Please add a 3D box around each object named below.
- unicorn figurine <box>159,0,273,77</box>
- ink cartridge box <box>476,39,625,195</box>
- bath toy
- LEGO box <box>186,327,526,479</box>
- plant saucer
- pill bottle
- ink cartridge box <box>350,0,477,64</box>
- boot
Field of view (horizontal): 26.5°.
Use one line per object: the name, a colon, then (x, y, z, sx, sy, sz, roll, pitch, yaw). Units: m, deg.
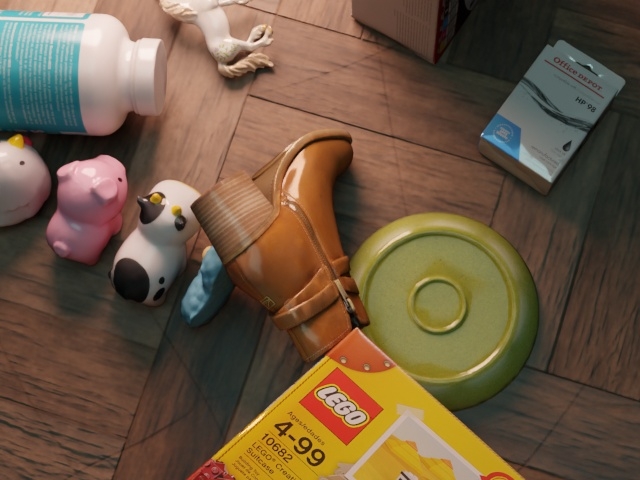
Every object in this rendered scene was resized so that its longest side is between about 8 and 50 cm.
unicorn figurine: (-0.129, -0.274, 1.677, 0.111, 0.060, 0.162, -26, 76, -4)
ink cartridge box: (0.280, -0.158, 1.627, 0.104, 0.060, 0.180, 34, 80, 11)
bath toy: (-0.258, -0.031, 1.589, 0.348, 0.129, 0.151, 24, 79, 9)
LEGO box: (0.083, 0.395, 1.354, 0.500, 0.193, 0.372, 41, 50, 11)
plant saucer: (0.136, 0.079, 1.588, 0.240, 0.037, 0.241, -1, 76, 3)
pill bottle: (-0.321, -0.200, 1.624, 0.264, 0.146, 0.146, 3, 76, 4)
ink cartridge box: (0.154, -0.394, 1.563, 0.130, 0.309, 0.272, 31, 80, 10)
boot: (0.000, 0.000, 1.538, 0.109, 0.283, 0.220, -37, 88, 33)
